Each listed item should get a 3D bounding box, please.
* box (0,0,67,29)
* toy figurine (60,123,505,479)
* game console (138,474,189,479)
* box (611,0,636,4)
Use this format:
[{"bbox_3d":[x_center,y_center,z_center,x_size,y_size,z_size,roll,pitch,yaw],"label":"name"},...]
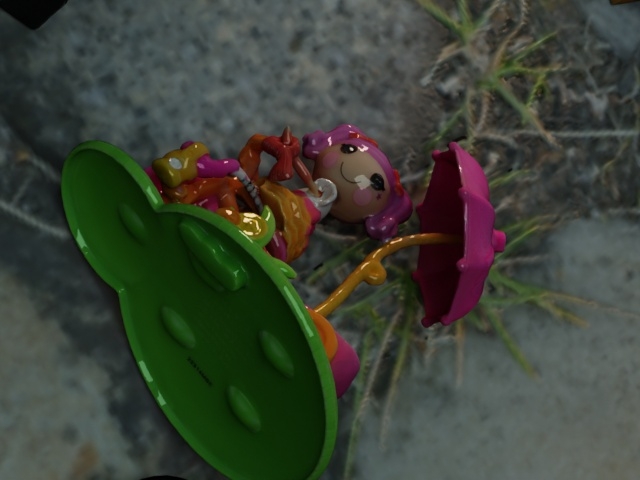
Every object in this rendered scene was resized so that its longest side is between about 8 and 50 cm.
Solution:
[{"bbox_3d":[-0.043,-0.228,0.764,0.060,0.216,0.270,35,72,-16],"label":"box"},{"bbox_3d":[0.000,0.000,0.826,0.159,0.130,0.173,-29,69,-36],"label":"toy figurine"},{"bbox_3d":[0.059,0.203,0.841,0.361,0.044,0.213,28,72,-17],"label":"game console"},{"bbox_3d":[0.201,-0.168,0.956,0.136,0.028,0.081,-11,87,-21],"label":"box"}]
